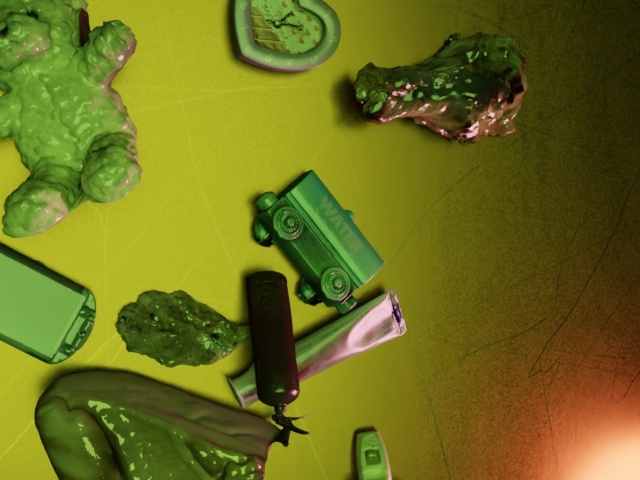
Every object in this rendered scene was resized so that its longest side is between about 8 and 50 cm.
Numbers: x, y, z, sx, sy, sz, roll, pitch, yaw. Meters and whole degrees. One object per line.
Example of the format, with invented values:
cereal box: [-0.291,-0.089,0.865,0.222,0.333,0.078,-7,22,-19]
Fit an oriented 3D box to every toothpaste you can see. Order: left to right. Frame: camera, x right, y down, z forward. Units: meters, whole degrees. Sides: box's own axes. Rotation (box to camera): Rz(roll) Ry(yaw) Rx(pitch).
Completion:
toothpaste: [-0.002,0.189,1.873,0.323,0.066,0.100,-25,121,-12]

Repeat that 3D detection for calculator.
calculator: [-0.482,0.098,1.759,0.246,0.045,0.141,29,86,-13]

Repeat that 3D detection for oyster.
oyster: [-0.232,0.155,1.812,0.209,0.072,0.133,29,83,-12]
oyster: [0.209,-0.267,1.868,0.337,0.133,0.197,-2,86,-18]

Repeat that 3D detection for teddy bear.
teddy bear: [-0.431,-0.247,1.622,0.327,0.375,0.362,-23,113,6]

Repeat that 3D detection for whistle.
whistle: [0.106,0.482,1.879,0.141,0.141,0.294,-10,94,-13]

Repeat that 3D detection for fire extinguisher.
fire extinguisher: [-0.068,0.186,1.800,0.089,0.072,0.267,9,63,-35]

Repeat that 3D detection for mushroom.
mushroom: [-0.289,0.388,1.761,0.397,0.224,0.313,23,102,-6]

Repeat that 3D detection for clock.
clock: [-0.073,-0.360,1.825,0.172,0.064,0.198,-43,101,-8]

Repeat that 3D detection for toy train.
toy train: [0.000,0.000,1.855,0.159,0.101,0.248,-42,102,-24]
